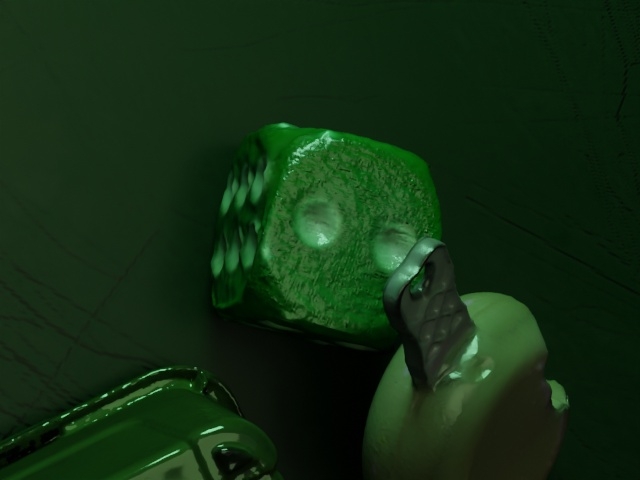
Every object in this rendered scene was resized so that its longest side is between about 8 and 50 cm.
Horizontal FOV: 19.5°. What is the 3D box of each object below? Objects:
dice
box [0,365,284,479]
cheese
[{"bbox_3d":[0.000,0.000,1.198,0.120,0.128,0.131,13,85,-18],"label":"dice"},{"bbox_3d":[-0.140,0.241,1.110,0.328,0.178,0.253,-28,96,-19],"label":"box"},{"bbox_3d":[0.085,0.091,1.166,0.082,0.286,0.163,26,63,28],"label":"cheese"}]
